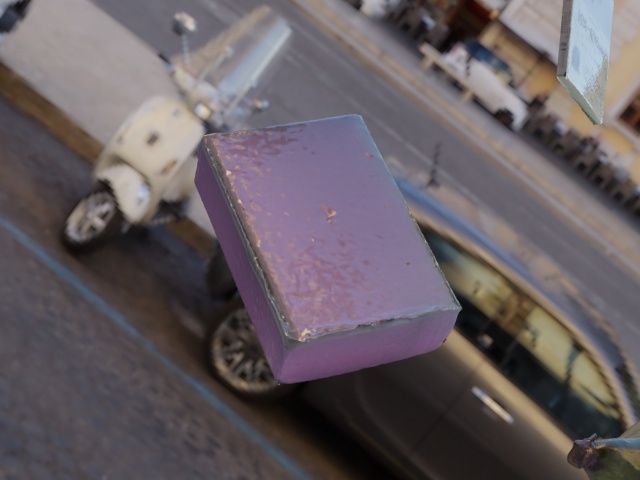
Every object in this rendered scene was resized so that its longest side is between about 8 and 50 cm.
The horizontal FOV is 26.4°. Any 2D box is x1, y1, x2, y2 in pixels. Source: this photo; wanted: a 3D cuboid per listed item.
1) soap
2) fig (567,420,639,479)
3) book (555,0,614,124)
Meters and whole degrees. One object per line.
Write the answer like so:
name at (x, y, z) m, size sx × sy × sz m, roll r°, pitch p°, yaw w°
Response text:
soap at (0.000, 0.001, 1.323) m, size 0.181 × 0.081 × 0.259 m, roll -11°, pitch 55°, yaw -22°
fig at (0.217, 0.140, 0.826) m, size 0.185 × 0.133 × 0.126 m, roll 37°, pitch 20°, yaw -13°
book at (0.260, -0.217, 1.323) m, size 0.014 × 0.182 × 0.127 m, roll -1°, pitch -18°, yaw 29°
